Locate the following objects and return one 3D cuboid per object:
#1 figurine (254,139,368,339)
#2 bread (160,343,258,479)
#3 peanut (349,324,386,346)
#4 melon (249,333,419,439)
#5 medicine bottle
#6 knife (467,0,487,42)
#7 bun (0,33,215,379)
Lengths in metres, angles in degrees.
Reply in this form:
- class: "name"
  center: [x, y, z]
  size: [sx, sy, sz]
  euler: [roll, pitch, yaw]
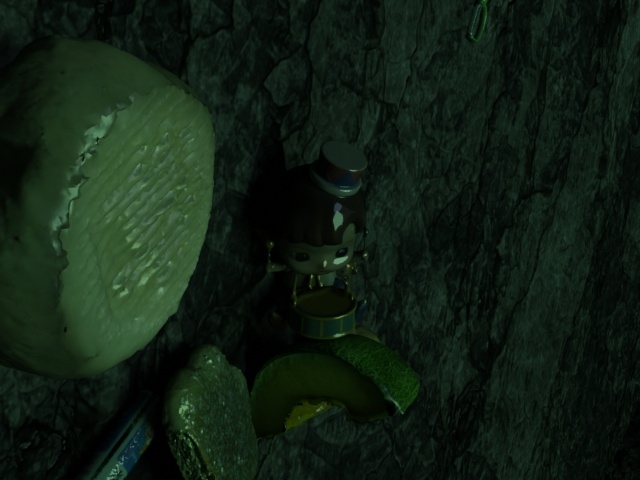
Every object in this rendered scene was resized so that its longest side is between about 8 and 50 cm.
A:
- class: "figurine"
  center: [-0.003, -0.004, 1.721]
  size: [0.161, 0.158, 0.275]
  euler: [-10, 117, -15]
- class: "bread"
  center: [-0.131, 0.245, 1.631]
  size: [0.207, 0.056, 0.286]
  euler: [-80, 160, -44]
- class: "peanut"
  center: [0.045, 0.177, 1.942]
  size: [0.228, 0.086, 0.104]
  euler: [36, 67, -55]
- class: "melon"
  center: [0.023, 0.185, 1.782]
  size: [0.169, 0.265, 0.129]
  euler: [-27, 97, -52]
- class: "medicine bottle"
  center: [-0.249, 0.263, 1.513]
  size: [0.191, 0.051, 0.051]
  euler: [-54, 142, -33]
- class: "knife"
  center: [0.297, -0.444, 2.206]
  size: [0.054, 0.015, 0.212]
  euler: [27, 77, -59]
- class: "bun"
  center: [-0.257, -0.036, 1.246]
  size: [0.359, 0.211, 0.359]
  euler: [-52, 151, -44]
